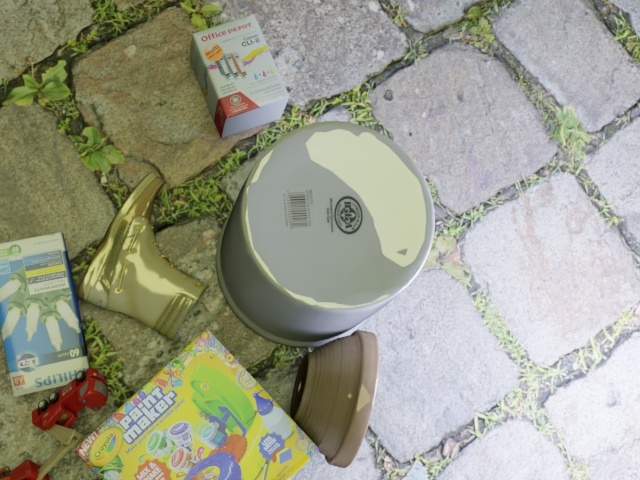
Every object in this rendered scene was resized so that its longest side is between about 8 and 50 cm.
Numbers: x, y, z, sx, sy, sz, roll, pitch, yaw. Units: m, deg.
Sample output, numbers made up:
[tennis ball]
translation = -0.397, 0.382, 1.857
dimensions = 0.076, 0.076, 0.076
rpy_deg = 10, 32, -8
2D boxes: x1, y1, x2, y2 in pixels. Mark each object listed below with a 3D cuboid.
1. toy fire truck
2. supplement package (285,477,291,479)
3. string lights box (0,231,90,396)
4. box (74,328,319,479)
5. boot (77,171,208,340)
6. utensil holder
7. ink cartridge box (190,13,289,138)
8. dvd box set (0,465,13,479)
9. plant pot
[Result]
[toy fire truck]
translation = -0.428, 0.312, 1.629
dimensions = 0.192, 0.135, 0.047
rpy_deg = -37, 130, 10
[supplement package]
translation = -0.033, 0.548, 1.535
dimensions = 0.262, 0.145, 0.204
rpy_deg = 41, 61, 15
[string lights box]
translation = -0.484, 0.124, 1.696
dimensions = 0.133, 0.077, 0.259
rpy_deg = -12, 91, -12
[box]
translation = -0.210, 0.356, 1.666
dimensions = 0.290, 0.177, 0.279
rpy_deg = -43, 87, -16
[boot]
translation = -0.288, 0.028, 1.763
dimensions = 0.204, 0.095, 0.262
rpy_deg = 26, 76, -3
[utensil holder]
translation = 0.000, 0.000, 1.672
dimensions = 0.328, 0.385, 0.327
rpy_deg = 2, 78, -10
[ink cartridge box]
translation = -0.156, -0.307, 1.843
dimensions = 0.128, 0.127, 0.176
rpy_deg = -21, 81, -13
[dvd box set]
translation = -0.605, 0.555, 1.465
dimensions = 0.420, 0.062, 0.307
rpy_deg = -16, 75, -43
[plant pot]
translation = 0.015, 0.262, 1.691
dimensions = 0.110, 0.237, 0.237
rpy_deg = 14, 76, -9
